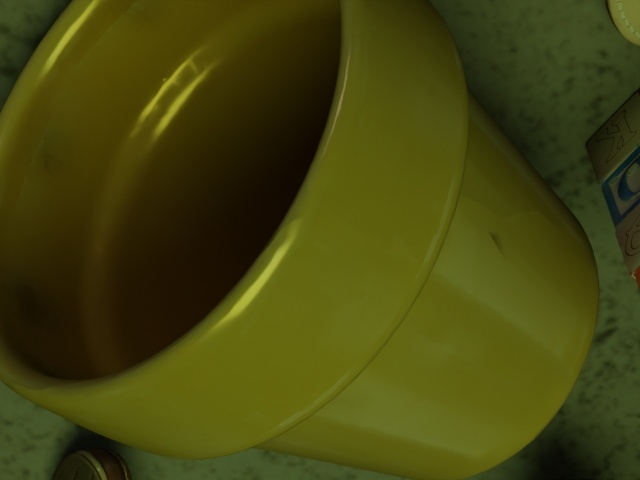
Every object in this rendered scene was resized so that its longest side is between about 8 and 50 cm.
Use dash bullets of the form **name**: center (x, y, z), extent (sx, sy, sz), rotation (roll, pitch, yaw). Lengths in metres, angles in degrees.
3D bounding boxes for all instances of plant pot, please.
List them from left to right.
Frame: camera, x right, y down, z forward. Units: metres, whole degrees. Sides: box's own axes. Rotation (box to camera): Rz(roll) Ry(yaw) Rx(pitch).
- **plant pot**: center (0.000, 0.000, 0.943), extent (0.254, 0.254, 0.239), rotation (-43, 132, 21)

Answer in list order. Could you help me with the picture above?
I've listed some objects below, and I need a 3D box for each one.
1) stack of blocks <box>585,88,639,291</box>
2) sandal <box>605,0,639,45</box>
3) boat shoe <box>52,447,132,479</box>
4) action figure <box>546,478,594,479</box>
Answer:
- **stack of blocks**: center (0.270, -0.085, 0.938), extent (0.087, 0.171, 0.297), rotation (32, 114, -22)
- **sandal**: center (0.218, -0.173, 0.922), extent (0.088, 0.079, 0.240), rotation (14, 121, -30)
- **boat shoe**: center (-0.122, 0.189, 1.152), extent (0.060, 0.064, 0.178), rotation (-18, 129, -30)
- **action figure**: center (0.161, 0.308, 1.182), extent (0.330, 0.178, 0.341), rotation (16, 95, -9)
